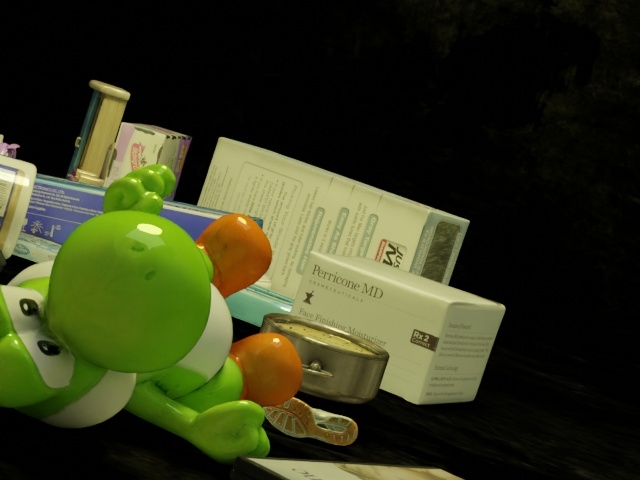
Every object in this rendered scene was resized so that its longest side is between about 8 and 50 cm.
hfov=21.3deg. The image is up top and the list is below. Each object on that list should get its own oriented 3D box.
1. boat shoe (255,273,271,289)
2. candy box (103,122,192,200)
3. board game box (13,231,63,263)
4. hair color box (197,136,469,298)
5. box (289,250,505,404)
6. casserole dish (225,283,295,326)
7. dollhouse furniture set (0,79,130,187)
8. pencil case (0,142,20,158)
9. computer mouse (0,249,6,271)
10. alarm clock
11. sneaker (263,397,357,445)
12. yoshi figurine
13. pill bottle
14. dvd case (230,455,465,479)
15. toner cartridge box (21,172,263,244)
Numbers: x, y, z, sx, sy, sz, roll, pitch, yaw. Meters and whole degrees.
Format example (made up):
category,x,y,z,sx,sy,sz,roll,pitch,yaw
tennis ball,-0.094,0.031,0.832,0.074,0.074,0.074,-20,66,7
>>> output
category,x,y,z,sx,sy,sz,roll,pitch,yaw
boat shoe,-0.145,0.020,2.297,0.184,0.063,0.066,19,5,24
candy box,-0.259,-0.084,2.478,0.070,0.164,0.196,18,4,5
board game box,-0.323,0.012,1.976,0.090,0.020,0.090,19,4,5
hair color box,0.000,0.000,2.333,0.374,0.185,0.114,21,5,36
box,0.082,0.097,1.897,0.181,0.119,0.182,19,5,25
casserole dish,-0.075,0.077,2.057,0.188,0.037,0.114,21,6,23
dollhouse furniture set,-0.461,-0.172,2.563,0.303,0.198,0.286,16,4,-14
pencil case,-0.534,-0.125,2.408,0.206,0.088,0.086,19,7,0
computer mouse,-0.413,0.011,1.588,0.242,0.041,0.071,9,-1,-20
alarm clock,-0.003,0.118,1.648,0.129,0.064,0.192,18,2,3
sneaker,-0.011,0.154,1.437,0.083,0.032,0.037,22,-10,-9
yoshi figurine,-0.110,0.055,1.234,0.204,0.203,0.362,26,10,21
pill bottle,-0.415,-0.056,1.866,0.187,0.112,0.112,17,4,-13
dvd case,0.078,0.200,1.236,0.180,0.022,0.253,22,6,39
toner cartridge box,-0.259,-0.025,2.092,0.348,0.075,0.165,12,4,13
